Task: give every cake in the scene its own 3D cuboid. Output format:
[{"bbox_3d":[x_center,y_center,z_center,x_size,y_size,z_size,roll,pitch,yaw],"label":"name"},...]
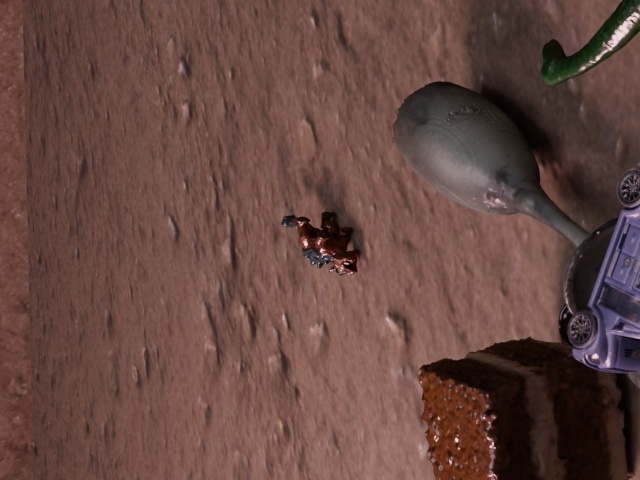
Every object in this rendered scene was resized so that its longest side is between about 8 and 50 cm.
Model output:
[{"bbox_3d":[0.175,0.161,1.343,0.134,0.147,0.135,-160,62,-65],"label":"cake"}]

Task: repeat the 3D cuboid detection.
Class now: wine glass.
[{"bbox_3d":[0.202,-0.116,1.317,0.264,0.096,0.309,-64,34,16],"label":"wine glass"}]

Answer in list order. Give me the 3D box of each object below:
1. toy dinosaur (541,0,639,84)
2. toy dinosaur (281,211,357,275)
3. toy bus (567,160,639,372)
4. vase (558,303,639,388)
[{"bbox_3d":[0.264,-0.163,0.945,0.300,0.087,0.447,-63,22,17],"label":"toy dinosaur"},{"bbox_3d":[0.000,0.000,1.795,0.154,0.049,0.055,36,135,51],"label":"toy dinosaur"},{"bbox_3d":[0.247,0.024,1.162,0.076,0.073,0.167,30,106,52],"label":"toy bus"},{"bbox_3d":[0.256,0.096,1.245,0.167,0.059,0.059,44,138,53],"label":"vase"}]
